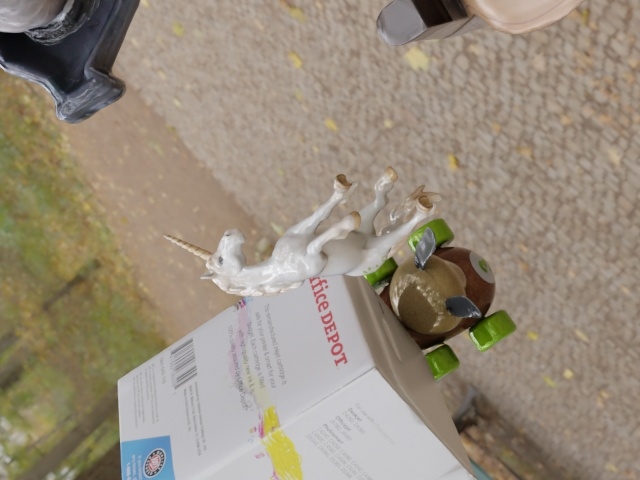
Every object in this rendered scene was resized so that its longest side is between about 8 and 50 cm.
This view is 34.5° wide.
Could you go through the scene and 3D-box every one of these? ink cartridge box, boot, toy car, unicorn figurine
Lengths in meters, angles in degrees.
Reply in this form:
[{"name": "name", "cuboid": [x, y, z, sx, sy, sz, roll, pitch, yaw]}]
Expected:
[{"name": "ink cartridge box", "cuboid": [-0.029, 0.182, 1.005, 0.197, 0.270, 0.198, 50, -168, -33]}, {"name": "boot", "cuboid": [0.077, -0.106, 0.393, 0.118, 0.087, 0.042, -9, 109, 44]}, {"name": "toy car", "cuboid": [0.130, 0.049, 1.096, 0.155, 0.149, 0.188, 57, 169, 13]}, {"name": "unicorn figurine", "cuboid": [0.000, 0.000, 0.657, 0.111, 0.161, 0.060, -47, 46, 39]}]

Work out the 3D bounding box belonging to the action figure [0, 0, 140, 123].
[{"name": "action figure", "cuboid": [-0.197, -0.226, 0.432, 0.341, 0.330, 0.178, 43, -160, 13]}]
